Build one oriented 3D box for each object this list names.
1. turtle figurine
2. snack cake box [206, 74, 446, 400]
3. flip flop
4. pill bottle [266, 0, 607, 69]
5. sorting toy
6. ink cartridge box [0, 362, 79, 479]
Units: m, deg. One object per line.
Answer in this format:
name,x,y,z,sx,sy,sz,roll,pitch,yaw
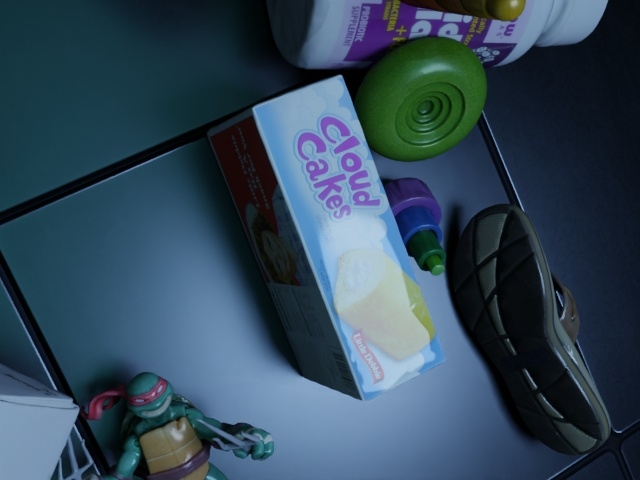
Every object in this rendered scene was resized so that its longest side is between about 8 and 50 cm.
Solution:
turtle figurine,-0.123,0.197,0.758,0.175,0.118,0.234,-20,114,-1
snack cake box,0.000,0.000,0.785,0.089,0.152,0.264,-23,98,-19
flip flop,0.227,0.089,0.898,0.080,0.112,0.277,-34,99,-43
pill bottle,0.112,-0.247,0.817,0.302,0.169,0.169,-5,91,-19
sorting toy,0.109,-0.110,0.735,0.127,0.126,0.365,-8,133,-16
ink cartridge box,-0.336,0.208,0.635,0.201,0.117,0.278,20,82,19
